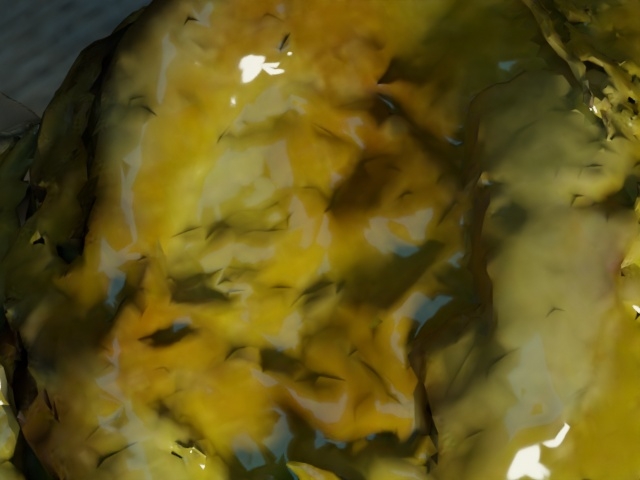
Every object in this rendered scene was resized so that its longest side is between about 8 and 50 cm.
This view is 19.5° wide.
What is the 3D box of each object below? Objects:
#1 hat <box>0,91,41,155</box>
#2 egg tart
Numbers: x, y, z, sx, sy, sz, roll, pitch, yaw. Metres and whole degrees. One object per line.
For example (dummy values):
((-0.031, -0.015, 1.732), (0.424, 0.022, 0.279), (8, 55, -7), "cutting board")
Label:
((-0.196, 0.035, 0.652), (0.226, 0.164, 0.219), (-25, 31, -25), "hat")
((0.000, 0.000, 0.529), (0.297, 0.132, 0.297), (-11, 59, 19), "egg tart")
